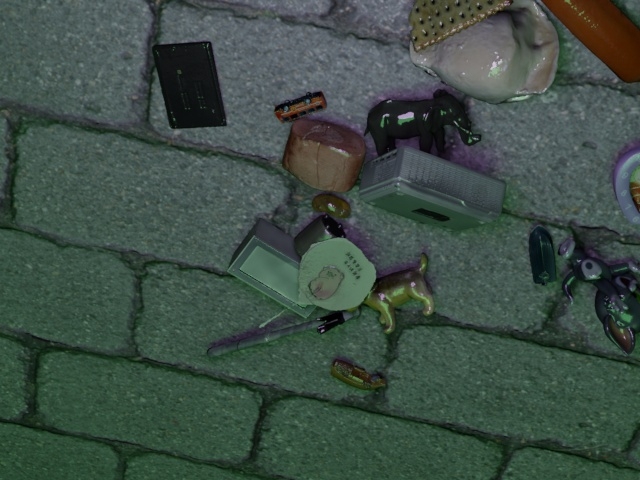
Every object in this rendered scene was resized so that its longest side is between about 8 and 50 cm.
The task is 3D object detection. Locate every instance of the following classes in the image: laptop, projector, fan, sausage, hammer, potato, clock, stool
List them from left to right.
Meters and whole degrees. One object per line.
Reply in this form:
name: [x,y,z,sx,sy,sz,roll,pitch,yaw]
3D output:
laptop: [-0.282,-0.330,1.880,0.135,0.016,0.197,-2,121,11]
hammer: [-0.104,0.234,2.166,0.427,0.152,0.044,-19,90,30]
fan: [-0.021,0.120,1.993,0.310,0.010,0.182,-36,104,15]
stool: [0.000,0.000,2.001,0.096,0.096,0.110,38,115,-15]
potato: [0.025,-0.080,1.975,0.092,0.045,0.046,18,138,3]
projector: [0.228,-0.098,1.821,0.257,0.099,0.192,17,168,-20]
sausage: [0.521,-0.419,1.660,0.348,0.094,0.097,39,123,-16]
clock: [0.703,-0.112,1.843,0.198,0.064,0.172,25,122,-8]

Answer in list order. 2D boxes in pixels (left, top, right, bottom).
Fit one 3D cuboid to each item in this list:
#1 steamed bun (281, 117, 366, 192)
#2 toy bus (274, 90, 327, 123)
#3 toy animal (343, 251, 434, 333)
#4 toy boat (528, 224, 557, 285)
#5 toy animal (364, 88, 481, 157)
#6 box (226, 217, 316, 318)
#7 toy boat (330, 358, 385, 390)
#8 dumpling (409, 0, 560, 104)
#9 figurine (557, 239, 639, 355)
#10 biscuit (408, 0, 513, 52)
steamed bun: [0.008,-0.183,1.880,0.175,0.106,0.144,21,136,7]
toy bus: [-0.042,-0.284,1.865,0.110,0.031,0.043,-16,125,17]
toy animal: [0.156,0.127,2.049,0.233,0.121,0.168,-14,108,13]
toy boat: [0.499,0.030,1.969,0.055,0.060,0.141,-8,113,13]
toy animal: [0.208,-0.231,1.812,0.245,0.114,0.146,-6,124,9]
box: [-0.088,0.068,2.061,0.225,0.086,0.129,31,121,-12]
toy boat: [0.095,0.346,2.229,0.149,0.047,0.049,22,122,-4]
dumpling: [0.324,-0.386,1.686,0.243,0.175,0.226,16,94,-18]
figurine: [0.632,0.118,1.941,0.265,0.193,0.140,29,123,4]
biscuit: [0.253,-0.460,1.663,0.203,0.144,0.016,-22,159,20]
